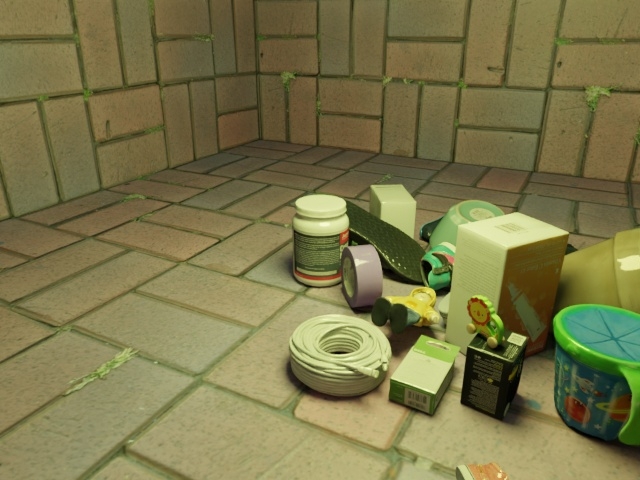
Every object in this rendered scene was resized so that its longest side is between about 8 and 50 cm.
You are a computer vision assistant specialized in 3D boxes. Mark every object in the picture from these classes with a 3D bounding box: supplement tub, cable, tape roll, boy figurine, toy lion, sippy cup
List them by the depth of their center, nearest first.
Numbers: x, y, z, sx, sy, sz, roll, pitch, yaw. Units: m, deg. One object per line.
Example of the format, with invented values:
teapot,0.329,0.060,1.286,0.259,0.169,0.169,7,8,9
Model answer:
sippy cup,0.609,0.289,1.073,0.240,0.224,0.305,21,31,38
toy lion,0.360,0.172,1.096,0.034,0.096,0.100,-14,27,-27
cable,0.049,0.281,1.262,0.257,0.089,0.257,5,22,11
boy figurine,0.258,0.192,1.397,0.177,0.092,0.285,17,12,33
tape roll,0.124,0.109,1.540,0.080,0.189,0.189,-5,23,-13
supplement tub,0.000,0.000,1.688,0.191,0.272,0.191,0,23,0

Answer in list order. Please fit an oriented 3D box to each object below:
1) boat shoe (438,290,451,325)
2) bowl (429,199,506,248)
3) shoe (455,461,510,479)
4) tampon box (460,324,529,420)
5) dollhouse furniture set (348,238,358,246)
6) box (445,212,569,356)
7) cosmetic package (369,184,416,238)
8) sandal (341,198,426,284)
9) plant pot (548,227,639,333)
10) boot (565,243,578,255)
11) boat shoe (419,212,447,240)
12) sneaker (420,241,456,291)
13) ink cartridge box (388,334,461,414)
boat shoe,0.447,0.164,1.479,0.258,0.084,0.095,-33,25,-22
bowl,0.571,-0.036,1.843,0.311,0.163,0.312,2,36,-1
shoe,0.306,0.459,0.871,0.081,0.064,0.178,-7,19,-5
tampon box,0.394,0.295,1.136,0.101,0.161,0.120,16,29,33
dollhouse furniture set,0.131,0.000,1.966,0.076,0.059,0.151,13,26,27
box,0.473,0.127,1.297,0.215,0.345,0.168,-12,26,-25
cosmetic package,0.274,-0.079,1.941,0.138,0.224,0.225,-1,23,-3
sandal,0.203,0.010,1.787,0.445,0.107,0.167,38,52,18
plant pot,0.738,0.147,1.341,0.280,0.323,0.323,-13,12,37
boot,0.814,0.075,1.748,0.207,0.094,0.246,-1,17,6
boat shoe,0.529,-0.048,2.064,0.258,0.109,0.089,-28,39,-19
sneaker,0.426,0.126,1.597,0.178,0.124,0.295,-24,43,-24
ink cartridge box,0.256,0.318,1.207,0.109,0.062,0.209,13,26,27
